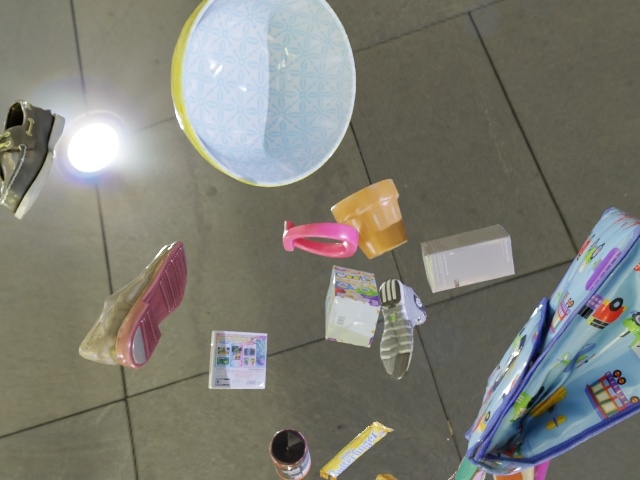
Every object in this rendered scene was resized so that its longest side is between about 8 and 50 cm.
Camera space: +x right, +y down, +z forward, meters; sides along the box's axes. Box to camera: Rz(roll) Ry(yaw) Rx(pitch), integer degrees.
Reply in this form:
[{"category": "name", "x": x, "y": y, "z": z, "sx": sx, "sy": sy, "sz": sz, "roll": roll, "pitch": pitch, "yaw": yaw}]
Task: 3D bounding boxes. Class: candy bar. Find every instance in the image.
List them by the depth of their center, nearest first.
[{"category": "candy bar", "x": 0.058, "y": 0.357, "z": 1.001, "sx": 0.161, "sy": 0.040, "sz": 0.018, "roll": -49, "pitch": 29, "yaw": 23}]

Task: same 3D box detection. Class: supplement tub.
[{"category": "supplement tub", "x": -0.082, "y": 0.605, "z": 1.648, "sx": 0.105, "sy": 0.198, "sz": 0.106, "roll": -2, "pitch": 54, "yaw": 2}]

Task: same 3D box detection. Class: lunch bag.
[{"category": "lunch bag", "x": 0.265, "y": 0.122, "z": 0.621, "sx": 0.138, "sy": 0.221, "sz": 0.293, "roll": 42, "pitch": 108, "yaw": 10}]

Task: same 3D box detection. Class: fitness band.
[{"category": "fitness band", "x": 0.000, "y": 0.000, "z": 1.663, "sx": 0.208, "sy": 0.291, "sz": 0.054, "roll": 7, "pitch": 78, "yaw": 0}]

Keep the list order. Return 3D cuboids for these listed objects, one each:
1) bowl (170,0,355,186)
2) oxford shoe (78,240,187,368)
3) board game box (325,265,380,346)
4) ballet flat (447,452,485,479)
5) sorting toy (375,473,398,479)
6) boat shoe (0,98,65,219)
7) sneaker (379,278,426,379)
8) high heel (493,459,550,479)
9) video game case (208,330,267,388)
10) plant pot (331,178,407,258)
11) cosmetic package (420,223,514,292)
[{"category": "bowl", "x": -0.106, "y": -0.233, "z": 0.881, "sx": 0.156, "sy": 0.289, "sz": 0.290, "roll": 18, "pitch": 74, "yaw": 51}, {"category": "oxford shoe", "x": -0.366, "y": 0.109, "z": 1.191, "sx": 0.130, "sy": 0.123, "sz": 0.348, "roll": 0, "pitch": 30, "yaw": 10}, {"category": "board game box", "x": 0.097, "y": 0.200, "z": 1.868, "sx": 0.141, "sy": 0.275, "sz": 0.145, "roll": 11, "pitch": 107, "yaw": -3}, {"category": "ballet flat", "x": 0.340, "y": 0.591, "z": 1.412, "sx": 0.222, "sy": 0.079, "sz": 0.077, "roll": -59, "pitch": 29, "yaw": 10}, {"category": "sorting toy", "x": 0.001, "y": 0.332, "z": 0.390, "sx": 0.195, "sy": 0.047, "sz": 0.348, "roll": 3, "pitch": 80, "yaw": 48}, {"category": "boat shoe", "x": -0.506, "y": -0.145, "z": 1.000, "sx": 0.109, "sy": 0.091, "sz": 0.305, "roll": -47, "pitch": 34, "yaw": 19}, {"category": "sneaker", "x": 0.206, "y": 0.209, "z": 1.380, "sx": 0.086, "sy": 0.132, "sz": 0.229, "roll": -14, "pitch": 68, "yaw": 40}, {"category": "high heel", "x": 0.469, "y": 0.398, "z": 1.225, "sx": 0.181, "sy": 0.127, "sz": 0.378, "roll": -6, "pitch": 111, "yaw": -25}, {"category": "video game case", "x": -0.210, "y": 0.308, "z": 1.525, "sx": 0.019, "sy": 0.157, "sz": 0.143, "roll": -15, "pitch": 70, "yaw": 53}, {"category": "plant pot", "x": 0.163, "y": -0.054, "z": 1.772, "sx": 0.205, "sy": 0.205, "sz": 0.188, "roll": -26, "pitch": 85, "yaw": 3}, {"category": "cosmetic package", "x": 0.413, "y": 0.050, "z": 1.667, "sx": 0.237, "sy": 0.107, "sz": 0.127, "roll": -14, "pitch": 111, "yaw": 6}]
